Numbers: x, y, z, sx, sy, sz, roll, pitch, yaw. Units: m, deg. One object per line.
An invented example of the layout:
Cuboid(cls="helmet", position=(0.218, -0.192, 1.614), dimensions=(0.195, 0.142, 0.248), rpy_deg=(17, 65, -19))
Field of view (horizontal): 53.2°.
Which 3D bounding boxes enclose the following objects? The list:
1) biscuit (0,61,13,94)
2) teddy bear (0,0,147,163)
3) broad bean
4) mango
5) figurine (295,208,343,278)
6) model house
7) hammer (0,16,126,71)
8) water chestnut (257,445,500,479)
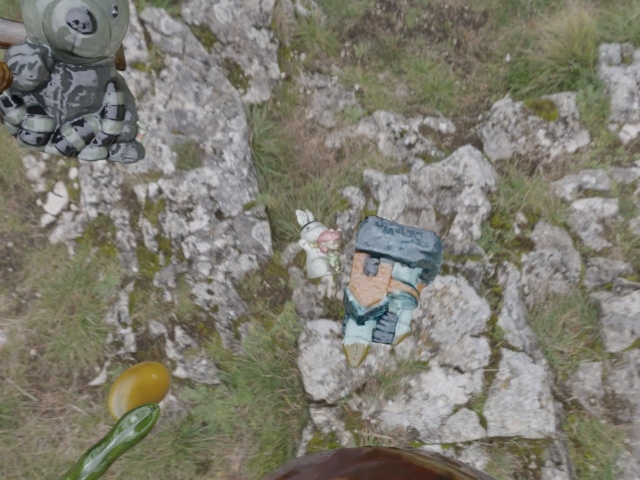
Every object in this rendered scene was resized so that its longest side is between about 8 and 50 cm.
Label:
Cuboid(cls="biscuit", position=(-0.336, -0.106, 0.446), dimensions=(0.221, 0.220, 0.066), rpy_deg=(-17, 104, -1))
Cuboid(cls="teddy bear", position=(-0.261, -0.196, 0.625), dimensions=(0.171, 0.250, 0.144), rpy_deg=(-4, 37, -19))
Cuboid(cls="broad bean", position=(-0.273, 0.270, 0.781), dimensions=(0.227, 0.069, 0.039), rpy_deg=(-44, 80, 26))
Cuboid(cls="mango", position=(-0.387, 0.316, 1.348), dimensions=(0.085, 0.184, 0.102), rpy_deg=(-14, 96, 24))
Cuboid(cls="figurine", position=(0.007, 0.000, 1.305), dimensions=(0.098, 0.081, 0.146), rpy_deg=(-10, 85, 23))
Cuboid(cls="model house", position=(0.127, 0.129, 1.303), dimensions=(0.185, 0.253, 0.291), rpy_deg=(16, 71, 6))
Cuboid(cls="hammer", position=(-0.585, -0.400, 1.249), dimensions=(0.409, 0.095, 0.242), rpy_deg=(10, 118, 0))
Cuboid(cls="water chestnut", position=(0.031, 0.284, 0.326), dimensions=(0.335, 0.347, 0.335), rpy_deg=(7, 102, 35))
